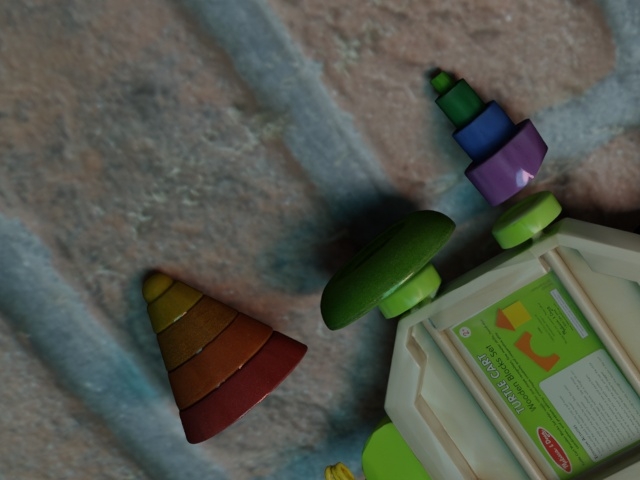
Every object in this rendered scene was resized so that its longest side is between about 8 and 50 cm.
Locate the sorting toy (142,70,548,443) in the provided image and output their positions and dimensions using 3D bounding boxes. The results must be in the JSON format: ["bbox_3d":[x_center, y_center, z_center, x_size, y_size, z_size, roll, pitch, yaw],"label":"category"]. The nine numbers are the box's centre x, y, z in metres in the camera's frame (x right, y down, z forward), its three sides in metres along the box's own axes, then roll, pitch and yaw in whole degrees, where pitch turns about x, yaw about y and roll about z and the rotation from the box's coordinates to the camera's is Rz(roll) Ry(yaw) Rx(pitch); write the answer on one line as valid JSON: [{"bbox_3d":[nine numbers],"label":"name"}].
[{"bbox_3d":[0.000,0.000,1.513,0.365,0.127,0.126,-39,96,11],"label":"sorting toy"}]

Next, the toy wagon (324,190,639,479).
[{"bbox_3d":[0.155,0.127,1.579,0.344,0.068,0.267,-31,98,26],"label":"toy wagon"}]

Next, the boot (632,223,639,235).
[{"bbox_3d":[0.399,0.034,1.538,0.280,0.096,0.264,38,108,1],"label":"boot"}]
